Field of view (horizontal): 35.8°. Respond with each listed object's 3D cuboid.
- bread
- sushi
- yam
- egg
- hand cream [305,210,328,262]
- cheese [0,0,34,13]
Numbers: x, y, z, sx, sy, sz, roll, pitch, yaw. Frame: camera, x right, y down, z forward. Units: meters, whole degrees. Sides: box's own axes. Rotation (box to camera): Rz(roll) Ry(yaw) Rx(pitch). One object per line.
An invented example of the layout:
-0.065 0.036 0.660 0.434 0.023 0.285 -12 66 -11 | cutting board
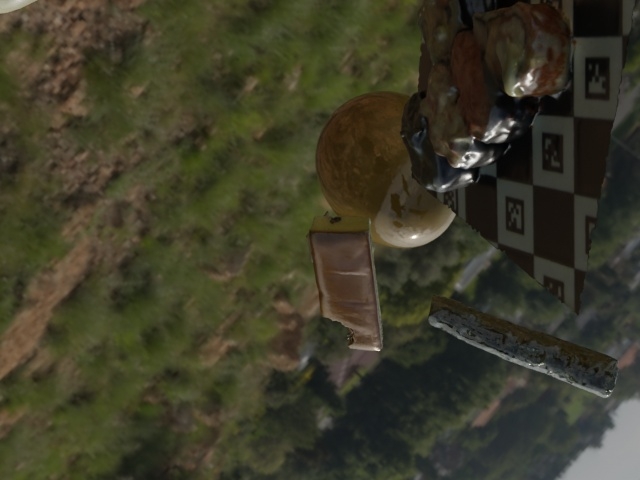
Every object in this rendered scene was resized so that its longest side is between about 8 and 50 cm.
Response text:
0.040 0.065 1.421 0.049 0.088 0.226 -79 166 -51 | bread
0.132 -0.140 0.889 0.069 0.339 0.320 -8 118 -19 | sushi
0.280 0.145 1.390 0.061 0.274 0.061 20 90 -82 | yam
0.124 -0.123 1.762 0.250 0.322 0.250 -14 138 -13 | egg
0.000 0.000 1.801 0.067 0.043 0.209 -51 -165 12 | hand cream
-0.330 -0.455 1.056 0.351 0.328 0.129 -36 -158 6 | cheese
